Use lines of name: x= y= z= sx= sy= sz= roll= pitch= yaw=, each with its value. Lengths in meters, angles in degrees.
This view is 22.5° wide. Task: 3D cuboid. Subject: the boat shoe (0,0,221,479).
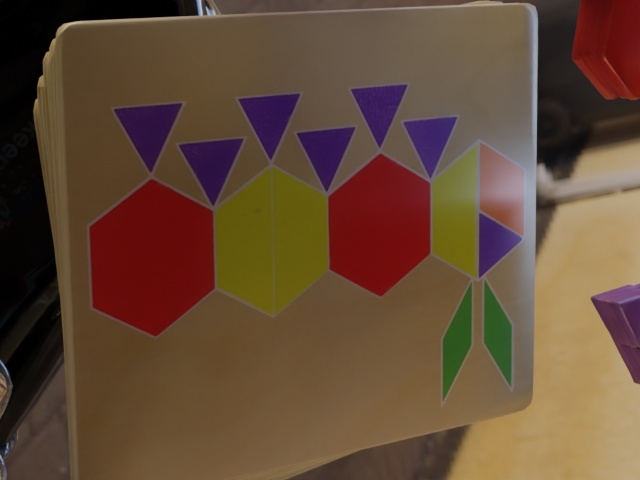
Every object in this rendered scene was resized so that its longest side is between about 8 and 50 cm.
boat shoe: x=-0.212 y=0.049 z=0.726 sx=0.187 sy=0.500 sz=0.156 roll=38 pitch=-12 yaw=-3

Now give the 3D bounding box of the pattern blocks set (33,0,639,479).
pattern blocks set: x=0.000 y=0.000 z=0.487 sx=0.324 sy=0.026 sz=0.285 roll=2 pitch=97 yaw=-36
